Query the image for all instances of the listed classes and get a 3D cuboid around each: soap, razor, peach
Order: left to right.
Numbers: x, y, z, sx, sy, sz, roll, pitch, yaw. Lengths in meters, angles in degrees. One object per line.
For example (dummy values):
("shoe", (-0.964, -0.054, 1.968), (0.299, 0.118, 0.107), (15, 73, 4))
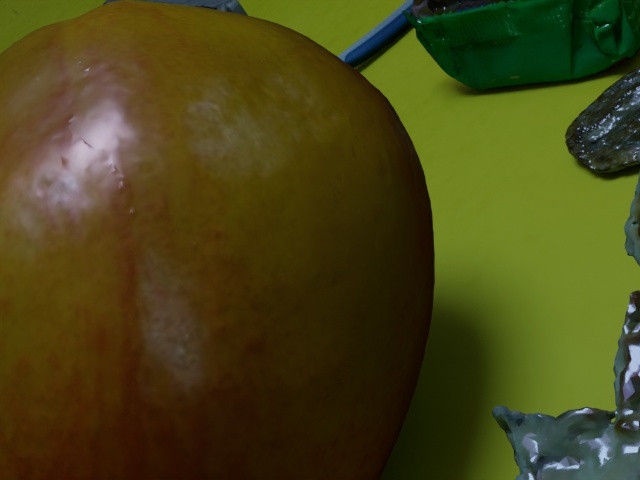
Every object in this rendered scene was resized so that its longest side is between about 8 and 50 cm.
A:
("peach", (-0.072, 0.042, 0.637), (0.289, 0.289, 0.308), (-31, 65, 11))
("razor", (0.063, -0.200, 1.092), (0.191, 0.037, 0.068), (-38, -14, -10))
("soap", (0.208, -0.239, 0.920), (0.217, 0.098, 0.273), (-1, 44, 48))

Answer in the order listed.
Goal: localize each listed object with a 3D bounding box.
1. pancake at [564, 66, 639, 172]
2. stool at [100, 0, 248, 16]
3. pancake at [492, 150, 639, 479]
("pancake", (0.203, -0.081, 0.773), (0.108, 0.017, 0.108), (-30, 26, 17))
("stool", (-0.162, -0.056, 0.987), (0.243, 0.170, 0.269), (-45, 29, -15))
("pancake", (0.251, -0.013, 0.477), (0.304, 0.067, 0.427), (12, 72, 30))
